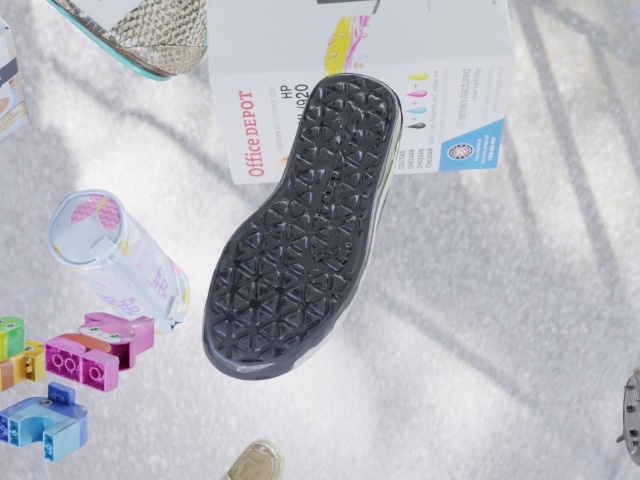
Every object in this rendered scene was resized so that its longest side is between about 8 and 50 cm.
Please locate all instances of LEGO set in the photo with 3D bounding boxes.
[{"bbox_3d":[-0.196,0.073,0.784,0.227,0.087,0.093,14,22,28],"label":"LEGO set"}]

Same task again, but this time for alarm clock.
[{"bbox_3d":[0.420,0.210,1.516,0.064,0.192,0.129,4,53,-1],"label":"alarm clock"}]

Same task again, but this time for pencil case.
[{"bbox_3d":[-0.270,0.036,1.652,0.113,0.273,0.124,-27,60,2],"label":"pencil case"}]

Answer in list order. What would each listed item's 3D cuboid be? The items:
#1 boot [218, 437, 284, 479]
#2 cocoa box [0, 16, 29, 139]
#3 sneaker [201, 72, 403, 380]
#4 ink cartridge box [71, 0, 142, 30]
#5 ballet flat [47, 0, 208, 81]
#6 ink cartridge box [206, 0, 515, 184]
[{"bbox_3d":[-0.138,0.358,1.596,0.077,0.165,0.213,35,94,19],"label":"boot"},{"bbox_3d":[-0.593,-0.193,1.576,0.347,0.228,0.231,-39,73,-22],"label":"cocoa box"},{"bbox_3d":[0.000,0.000,0.767,0.084,0.097,0.235,21,59,10],"label":"sneaker"},{"bbox_3d":[-0.082,-0.153,0.465,0.104,0.180,0.060,-39,67,6],"label":"ink cartridge box"},{"bbox_3d":[-0.318,-0.359,1.336,0.482,0.182,0.164,29,22,3],"label":"ballet flat"},{"bbox_3d":[0.029,-0.162,1.003,0.232,0.171,0.168,-4,63,1],"label":"ink cartridge box"}]
